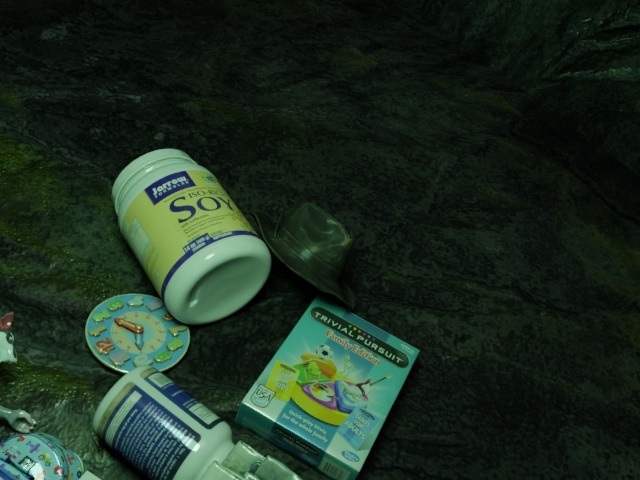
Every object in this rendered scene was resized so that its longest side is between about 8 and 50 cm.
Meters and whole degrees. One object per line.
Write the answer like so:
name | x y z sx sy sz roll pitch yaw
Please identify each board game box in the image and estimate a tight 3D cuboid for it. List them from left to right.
board game box | 0.023 0.290 1.492 0.254 0.079 0.336 28 44 8

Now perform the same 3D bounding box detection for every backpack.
backpack | -0.471 0.384 1.158 0.158 0.117 0.173 35 64 16

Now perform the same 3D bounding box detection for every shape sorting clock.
shape sorting clock | -0.365 0.184 1.482 0.206 0.040 0.206 11 44 -10

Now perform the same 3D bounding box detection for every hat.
hat | 0.000 0.000 1.626 0.331 0.134 0.331 42 7 -6

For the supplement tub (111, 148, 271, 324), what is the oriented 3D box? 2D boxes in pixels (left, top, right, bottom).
supplement tub | -0.281 -0.013 1.566 0.241 0.241 0.331 -18 55 -34

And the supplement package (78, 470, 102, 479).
supplement package | -0.378 0.498 1.094 0.139 0.133 0.244 30 44 10

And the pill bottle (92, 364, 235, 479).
pill bottle | -0.249 0.348 1.278 0.265 0.153 0.153 34 45 14

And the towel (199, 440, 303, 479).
towel | -0.097 0.515 1.119 0.312 0.056 0.324 32 79 14

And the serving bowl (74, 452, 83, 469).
serving bowl | -0.445 0.396 1.248 0.083 0.027 0.083 11 45 -11

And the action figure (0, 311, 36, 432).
action figure | -0.633 0.248 1.186 0.276 0.248 0.370 18 41 8
